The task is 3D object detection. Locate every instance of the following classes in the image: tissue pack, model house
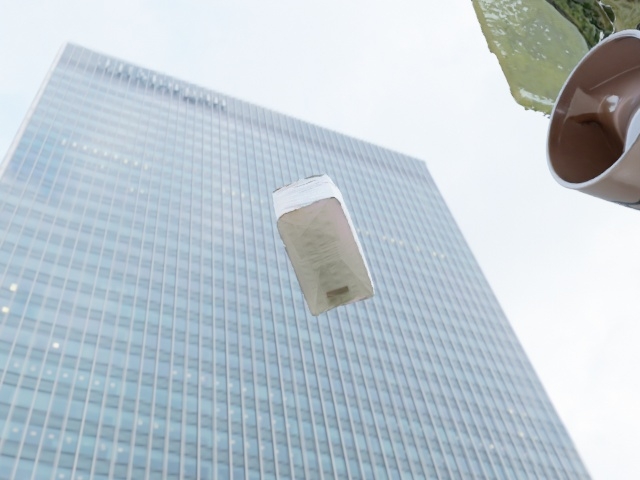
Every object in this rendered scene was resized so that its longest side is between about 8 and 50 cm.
[{"bbox_3d":[0.000,0.000,1.440,0.124,0.225,0.185,-19,-76,0],"label":"tissue pack"},{"bbox_3d":[0.436,-0.383,1.392,0.266,0.261,0.321,-43,-53,-13],"label":"model house"}]

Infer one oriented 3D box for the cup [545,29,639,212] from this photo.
[{"bbox_3d":[0.416,-0.120,0.969,0.200,0.253,0.191,18,-91,-17],"label":"cup"}]
